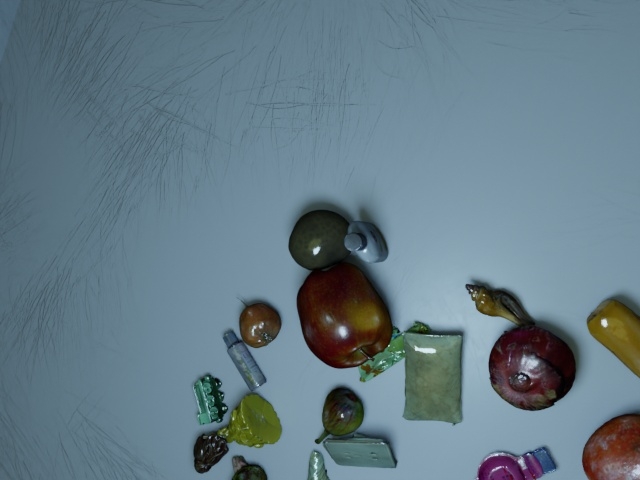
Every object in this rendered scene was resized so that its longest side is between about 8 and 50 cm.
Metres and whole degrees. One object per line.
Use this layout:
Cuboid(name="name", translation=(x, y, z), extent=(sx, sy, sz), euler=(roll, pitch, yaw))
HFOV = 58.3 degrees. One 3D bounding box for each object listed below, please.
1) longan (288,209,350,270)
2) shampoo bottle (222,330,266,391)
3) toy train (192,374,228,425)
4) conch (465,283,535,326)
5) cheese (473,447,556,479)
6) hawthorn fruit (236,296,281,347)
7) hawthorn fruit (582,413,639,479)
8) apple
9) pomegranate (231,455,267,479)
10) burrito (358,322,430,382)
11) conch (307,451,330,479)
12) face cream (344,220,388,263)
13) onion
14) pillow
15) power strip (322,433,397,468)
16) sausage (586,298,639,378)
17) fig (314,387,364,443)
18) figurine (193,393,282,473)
Cuboid(name="longan", translation=(0.000, 0.000, 1.849), extent=(0.212, 0.198, 0.198), euler=(-42, 77, -4))
Cuboid(name="shampoo bottle", translation=(-0.268, 0.417, 1.994), extent=(0.072, 0.072, 0.214), euler=(-36, 80, 14))
Cuboid(name="toy train", translation=(-0.398, 0.567, 2.037), extent=(0.111, 0.071, 0.171), euler=(-19, 84, 24))
Cuboid(name="conch", translation=(0.540, 0.193, 1.735), extent=(0.232, 0.080, 0.086), euler=(16, 108, -6))
Cuboid(name="cheese", translation=(0.579, 0.700, 1.723), extent=(0.244, 0.062, 0.155), euler=(-31, 82, 14))
Cuboid(name="hawthorn fruit", translation=(-0.206, 0.274, 1.954), extent=(0.149, 0.149, 0.189), euler=(-29, 41, 16))
Cuboid(name="hawthorn fruit", translation=(0.860, 0.612, 1.541), extent=(0.284, 0.284, 0.285), euler=(0, 90, 18))
Cuboid(name="apple", translation=(0.070, 0.238, 1.775), extent=(0.288, 0.288, 0.317), euler=(-30, 65, 15))
Cuboid(name="pomegranate", translation=(-0.248, 0.820, 1.973), extent=(0.125, 0.163, 0.138), euler=(23, 117, -22))
Cuboid(name="burrito", translation=(0.222, 0.346, 1.846), extent=(0.288, 0.054, 0.104), euler=(-38, 77, 16))
Cuboid(name="conch", translation=(-0.010, 0.904, 1.863), extent=(0.203, 0.169, 0.387), euler=(8, 94, -8))
Cuboid(name="face cream", translation=(0.135, 0.003, 1.748), extent=(0.071, 0.291, 0.144), euler=(-30, 79, 16))
Cuboid(name="onion", translation=(0.602, 0.371, 1.651), extent=(0.246, 0.190, 0.247), euler=(8, 107, 28))
Cuboid(name="pillow", translation=(0.344, 0.431, 1.774), extent=(0.184, 0.075, 0.303), euler=(0, 102, 12))
Cuboid(name="power strip", translation=(0.130, 0.660, 1.831), extent=(0.213, 0.198, 0.065), euler=(-3, 49, 16))
Cuboid(name="sausage", translation=(0.910, 0.315, 1.591), extent=(0.354, 0.116, 0.134), euler=(43, 88, 10))
Cuboid(name="fig", translation=(0.039, 0.595, 1.868), extent=(0.149, 0.149, 0.245), euler=(39, 113, 14))
Cuboid(name="figurine", translation=(-0.314, 0.673, 1.976), extent=(0.315, 0.187, 0.168), euler=(-34, 53, 24))
